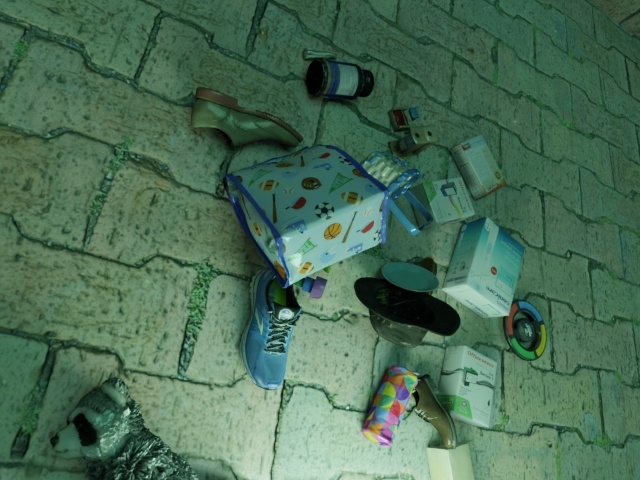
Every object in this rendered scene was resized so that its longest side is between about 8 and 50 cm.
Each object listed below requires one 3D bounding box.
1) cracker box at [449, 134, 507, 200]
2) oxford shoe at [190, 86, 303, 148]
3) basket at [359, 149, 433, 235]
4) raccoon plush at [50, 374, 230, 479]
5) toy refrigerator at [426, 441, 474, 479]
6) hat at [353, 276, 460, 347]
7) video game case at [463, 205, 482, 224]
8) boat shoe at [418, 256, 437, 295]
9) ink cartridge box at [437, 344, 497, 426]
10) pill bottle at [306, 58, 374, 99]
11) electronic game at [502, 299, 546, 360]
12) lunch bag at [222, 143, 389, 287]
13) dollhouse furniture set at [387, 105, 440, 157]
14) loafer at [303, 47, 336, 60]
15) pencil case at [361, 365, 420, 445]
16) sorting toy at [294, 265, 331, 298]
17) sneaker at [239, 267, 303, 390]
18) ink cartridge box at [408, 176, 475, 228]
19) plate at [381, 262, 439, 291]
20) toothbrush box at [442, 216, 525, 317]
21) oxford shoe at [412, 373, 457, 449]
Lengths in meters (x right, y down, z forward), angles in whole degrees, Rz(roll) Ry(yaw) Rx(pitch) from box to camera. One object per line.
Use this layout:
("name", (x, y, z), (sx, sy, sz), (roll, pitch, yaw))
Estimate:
("cracker box", (0.636, -0.295, 1.898), (0.155, 0.067, 0.232), (-25, 89, -34))
("oxford shoe", (-0.219, -0.330, 1.405), (0.348, 0.123, 0.130), (17, 93, -26))
("basket", (0.240, -0.148, 1.507), (0.289, 0.201, 0.254), (53, 24, 4))
("raccoon plush", (-0.362, 0.472, 1.049), (0.446, 0.216, 0.299), (31, 41, -51))
("toy refrigerator", (0.399, 0.755, 1.407), (0.102, 0.094, 0.270), (3, 73, -36))
("hat", (0.240, 0.235, 1.420), (0.331, 0.331, 0.134), (7, 110, -28))
("video game case", (0.597, -0.079, 1.838), (0.122, 0.011, 0.087), (51, 57, -7))
("boat shoe", (0.348, 0.160, 1.580), (0.207, 0.073, 0.073), (-63, 146, -23))
("ink cartridge box", (0.480, 0.473, 1.542), (0.160, 0.092, 0.220), (29, 63, -20))
("pill bottle", (0.071, -0.548, 1.617), (0.219, 0.123, 0.123), (-5, 77, -32))
("electronic game", (0.776, 0.339, 1.785), (0.229, 0.048, 0.229), (9, 70, -28))
("lunch bag", (-0.052, -0.104, 1.285), (0.327, 0.239, 0.385), (-24, 49, -20))
("dollhouse furniture set", (0.318, -0.414, 1.713), (0.128, 0.129, 0.184), (-14, 83, -33))
("loafer", (-0.002, -0.646, 1.659), (0.125, 0.045, 0.039), (2, 90, -23))
("pencil case", (0.210, 0.482, 1.381), (0.104, 0.104, 0.236), (41, 60, -12))
("sorting toy", (0.000, 0.000, 1.426), (0.126, 0.127, 0.366), (21, 60, 3))
("sneaker", (-0.127, 0.221, 1.238), (0.129, 0.147, 0.330), (8, 71, -28))
("ink cartridge box", (0.443, -0.138, 1.719), (0.212, 0.093, 0.154), (-11, 79, -34))
("plate", (0.286, 0.123, 1.511), (0.188, 0.188, 0.024), (-4, 117, -31))
("toothbrush box", (0.594, 0.100, 1.707), (0.216, 0.126, 0.296), (35, 64, -17))
("oxford shoe", (0.333, 0.527, 1.428), (0.096, 0.083, 0.227), (-14, 52, -17))
